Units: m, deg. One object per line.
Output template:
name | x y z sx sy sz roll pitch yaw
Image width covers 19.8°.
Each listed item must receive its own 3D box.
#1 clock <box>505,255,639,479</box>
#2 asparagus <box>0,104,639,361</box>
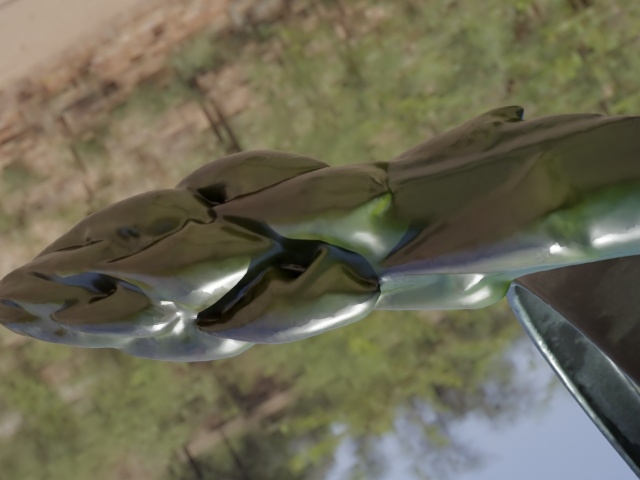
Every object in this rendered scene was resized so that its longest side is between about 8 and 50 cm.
clock | 0.243 0.136 0.979 0.076 0.386 0.386 -41 179 -2
asparagus | 0.000 0.000 0.667 0.287 0.080 0.080 -13 -175 22
